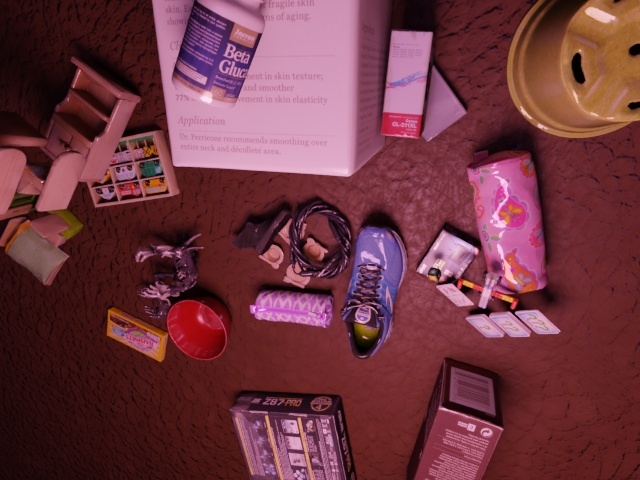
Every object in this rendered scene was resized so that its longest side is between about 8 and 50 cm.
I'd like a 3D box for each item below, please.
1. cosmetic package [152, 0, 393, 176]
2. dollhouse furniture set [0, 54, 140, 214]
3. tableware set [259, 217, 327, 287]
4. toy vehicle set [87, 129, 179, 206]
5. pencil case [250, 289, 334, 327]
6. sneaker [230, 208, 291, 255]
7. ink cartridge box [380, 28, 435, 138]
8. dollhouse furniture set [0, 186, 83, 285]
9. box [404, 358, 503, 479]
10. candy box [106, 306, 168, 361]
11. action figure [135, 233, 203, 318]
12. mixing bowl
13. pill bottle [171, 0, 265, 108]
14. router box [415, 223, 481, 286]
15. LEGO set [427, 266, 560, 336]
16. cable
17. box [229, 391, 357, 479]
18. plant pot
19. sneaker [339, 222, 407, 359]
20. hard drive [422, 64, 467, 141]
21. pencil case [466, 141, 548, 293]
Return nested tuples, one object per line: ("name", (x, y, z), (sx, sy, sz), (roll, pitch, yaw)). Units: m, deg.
("cosmetic package", (-0.057, -0.344, 0.763), (0.329, 0.327, 0.394), (7, 112, 16))
("dollhouse furniture set", (-0.631, -0.272, 0.921), (0.362, 0.394, 0.257), (37, 108, 11))
("tableware set", (-0.065, 0.032, 1.073), (0.141, 0.020, 0.169), (37, 117, 4))
("toy vehicle set", (-0.511, -0.186, 1.138), (0.266, 0.035, 0.166), (-5, 107, 21))
("pencil case", (-0.066, 0.173, 1.087), (0.206, 0.088, 0.087), (2, 108, 19))
("sneaker", (-0.147, -0.031, 1.055), (0.089, 0.051, 0.170), (43, 117, 15))
("ink cartridge box", (0.163, -0.286, 0.792), (0.072, 0.127, 0.175), (9, 112, 15))
("dollhouse furniture set", (-0.877, 0.010, 1.271), (0.197, 0.151, 0.301), (45, 117, -1))
("box", (0.303, 0.500, 1.024), (0.143, 0.191, 0.382), (14, 112, 14))
("candy box", (-0.572, 0.292, 1.338), (0.205, 0.027, 0.105), (22, 118, 11))
("action figure", (-0.408, 0.090, 1.138), (0.276, 0.140, 0.164), (-54, 49, 32))
("mixing bowl", (-0.317, 0.224, 1.186), (0.181, 0.098, 0.182), (7, 112, 17))
("pill bottle", (-0.131, -0.275, 0.579), (0.094, 0.094, 0.169), (32, 116, 6))
("router box", (0.280, 0.039, 0.946), (0.092, 0.038, 0.123), (30, 116, 7))
("LEGO set", (0.331, 0.137, 0.879), (0.244, 0.060, 0.182), (41, 152, -14))
("cable", (0.000, 0.000, 1.006), (0.150, 0.047, 0.185), (5, 97, 14))
("box", (-0.066, 0.636, 1.252), (0.318, 0.097, 0.395), (-6, 107, 19))
("plant pot", (0.440, -0.283, 0.655), (0.275, 0.254, 0.276), (7, 111, 17))
("sneaker", (0.120, 0.124, 0.973), (0.129, 0.147, 0.330), (6, 110, 17))
("hard drive", (0.214, -0.281, 0.862), (0.094, 0.022, 0.135), (-35, 95, 26))
("pencil case", (0.369, -0.038, 0.849), (0.124, 0.124, 0.284), (-11, 105, 22))
